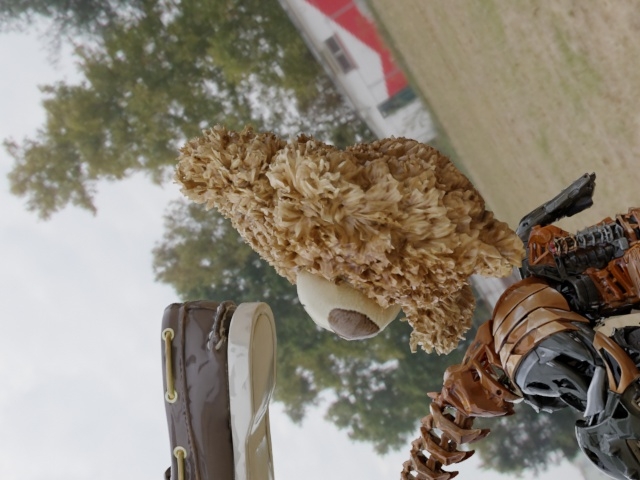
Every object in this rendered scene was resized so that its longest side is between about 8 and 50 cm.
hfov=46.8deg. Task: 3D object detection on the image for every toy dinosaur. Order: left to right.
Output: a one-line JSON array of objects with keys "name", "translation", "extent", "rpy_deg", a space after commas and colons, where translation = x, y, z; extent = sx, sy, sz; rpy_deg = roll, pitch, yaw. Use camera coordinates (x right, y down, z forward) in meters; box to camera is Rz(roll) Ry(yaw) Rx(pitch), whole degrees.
[{"name": "toy dinosaur", "translation": [0.181, 0.083, 0.474], "extent": [0.164, 0.322, 0.218], "rpy_deg": [-2, -132, -50]}]

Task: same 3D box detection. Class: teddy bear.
[{"name": "teddy bear", "translation": [0.000, 0.000, 0.552], "extent": [0.245, 0.113, 0.338], "rpy_deg": [47, 169, -33]}]

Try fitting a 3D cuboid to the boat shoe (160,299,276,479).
[{"name": "boat shoe", "translation": [-0.099, 0.214, 0.689], "extent": [0.116, 0.097, 0.324], "rpy_deg": [-35, -53, -76]}]
